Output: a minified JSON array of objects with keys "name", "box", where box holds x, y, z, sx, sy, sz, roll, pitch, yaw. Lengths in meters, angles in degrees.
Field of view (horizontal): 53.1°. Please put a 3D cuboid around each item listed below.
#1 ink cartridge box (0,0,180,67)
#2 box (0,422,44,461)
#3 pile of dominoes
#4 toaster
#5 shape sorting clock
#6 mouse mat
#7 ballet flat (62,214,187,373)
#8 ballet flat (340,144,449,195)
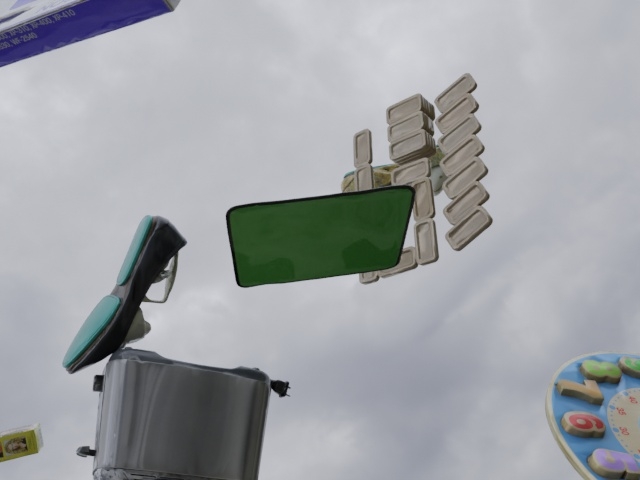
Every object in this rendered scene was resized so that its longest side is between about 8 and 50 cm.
[{"name":"ink cartridge box","box":[-0.180,-0.172,0.449,0.206,0.208,0.045,-9,-48,23]},{"name":"box","box":[-0.740,0.462,1.408,0.232,0.087,0.058,-11,-92,-16]},{"name":"pile of dominoes","box":[0.134,-0.077,0.839,0.196,0.251,0.040,-20,-30,35]},{"name":"toaster","box":[-0.149,0.217,0.721,0.227,0.146,0.129,14,-29,-19]},{"name":"shape sorting clock","box":[0.286,0.157,0.513,0.206,0.206,0.040,-3,-56,-26]},{"name":"mouse mat","box":[0.000,0.000,0.673,0.189,0.007,0.152,-6,-35,-7]},{"name":"ballet flat","box":[-0.214,0.069,0.735,0.074,0.074,0.203,38,-108,-42]},{"name":"ballet flat","box":[0.224,-0.145,1.532,0.348,0.123,0.123,-17,-48,2]}]
